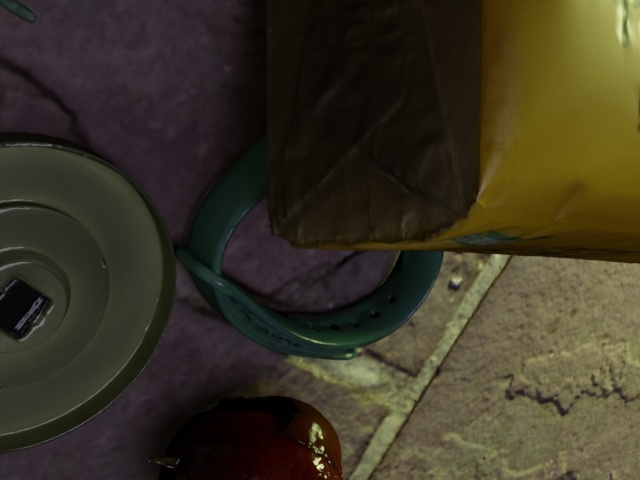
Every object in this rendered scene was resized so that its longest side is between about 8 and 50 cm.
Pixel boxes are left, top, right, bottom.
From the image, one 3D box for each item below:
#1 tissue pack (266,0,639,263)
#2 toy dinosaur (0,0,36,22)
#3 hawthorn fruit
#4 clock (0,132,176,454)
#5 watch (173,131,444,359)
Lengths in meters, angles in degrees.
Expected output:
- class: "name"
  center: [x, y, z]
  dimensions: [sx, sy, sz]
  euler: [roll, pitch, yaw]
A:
- class: "tissue pack"
  center: [0.170, -0.133, 0.625]
  dimensions: [0.381, 0.228, 0.293]
  euler: [3, 85, -35]
- class: "toy dinosaur"
  center: [-0.298, -0.234, 0.391]
  dimensions: [0.129, 0.076, 0.383]
  euler: [-33, 122, -3]
- class: "hawthorn fruit"
  center: [-0.063, 0.192, 0.708]
  dimensions: [0.172, 0.148, 0.148]
  euler: [20, 98, -26]
- class: "clock"
  center: [-0.210, 0.043, 0.607]
  dimensions: [0.235, 0.029, 0.235]
  euler: [-14, 118, -29]
- class: "watch"
  center: [0.000, 0.000, 0.713]
  dimensions: [0.237, 0.068, 0.195]
  euler: [6, 109, -40]
